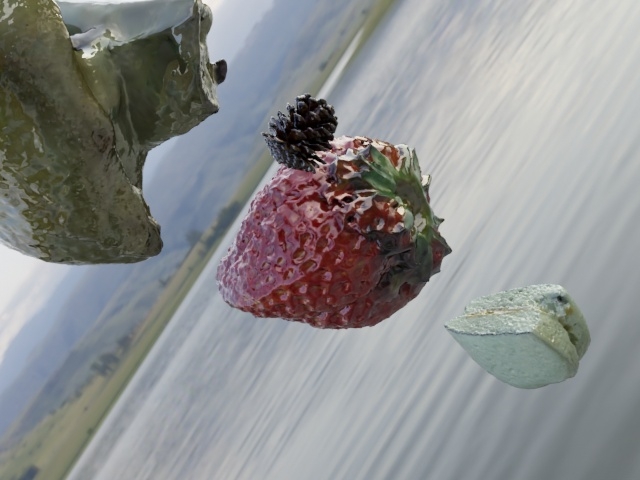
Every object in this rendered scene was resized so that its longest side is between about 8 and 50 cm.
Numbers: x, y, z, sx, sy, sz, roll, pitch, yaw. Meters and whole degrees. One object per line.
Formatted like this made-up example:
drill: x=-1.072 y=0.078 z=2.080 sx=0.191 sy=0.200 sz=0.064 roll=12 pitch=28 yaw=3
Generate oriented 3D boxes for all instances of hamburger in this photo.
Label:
hamburger: x=0.168 y=0.085 z=0.770 sx=0.121 sy=0.084 sz=0.054 roll=-13 pitch=37 yaw=49

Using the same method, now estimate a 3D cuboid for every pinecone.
pinecone: x=-0.018 y=-0.113 z=0.984 sx=0.083 sy=0.077 sz=0.077 roll=-57 pitch=4 yaw=3

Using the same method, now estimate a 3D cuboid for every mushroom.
mushroom: x=-0.227 y=-0.082 z=0.676 sx=0.212 sy=0.292 sz=0.217 roll=-47 pitch=-34 yaw=-75

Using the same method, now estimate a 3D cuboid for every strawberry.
strawberry: x=0.000 y=0.000 z=1.181 sx=0.288 sy=0.250 sz=0.238 roll=-24 pitch=57 yaw=28
